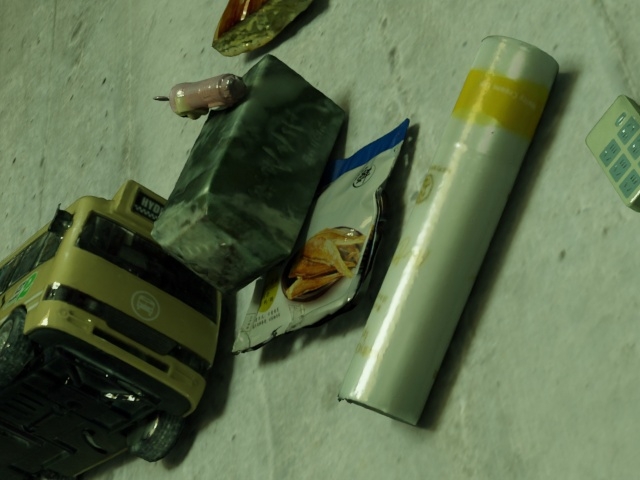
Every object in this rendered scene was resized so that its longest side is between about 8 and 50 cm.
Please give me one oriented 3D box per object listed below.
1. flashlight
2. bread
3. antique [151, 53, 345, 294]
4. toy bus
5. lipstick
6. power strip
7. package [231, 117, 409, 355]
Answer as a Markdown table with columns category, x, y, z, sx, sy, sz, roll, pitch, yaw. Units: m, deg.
| category | x | y | z | sx | sy | sz | roll | pitch | yaw |
| --- | --- | --- | --- | --- | --- | --- | --- | --- | --- |
| flashlight | -0.093 | -0.116 | 1.276 | 0.110 | 0.052 | 0.031 | -3 | 88 | 59 |
| bread | -0.056 | -0.225 | 1.489 | 0.136 | 0.054 | 0.154 | -46 | 26 | 27 |
| antique | -0.058 | -0.049 | 1.257 | 0.086 | 0.088 | 0.183 | -36 | 25 | 44 |
| toy bus | -0.237 | 0.101 | 1.388 | 0.365 | 0.177 | 0.202 | -30 | 35 | 49 |
| lipstick | 0.086 | -0.006 | 1.040 | 0.059 | 0.059 | 0.264 | 9 | 75 | 62 |
| power strip | 0.188 | -0.053 | 0.946 | 0.040 | 0.016 | 0.090 | -52 | 29 | 21 |
| package | 0.000 | 0.000 | 1.215 | 0.171 | 0.027 | 0.173 | -30 | 38 | 51 |
